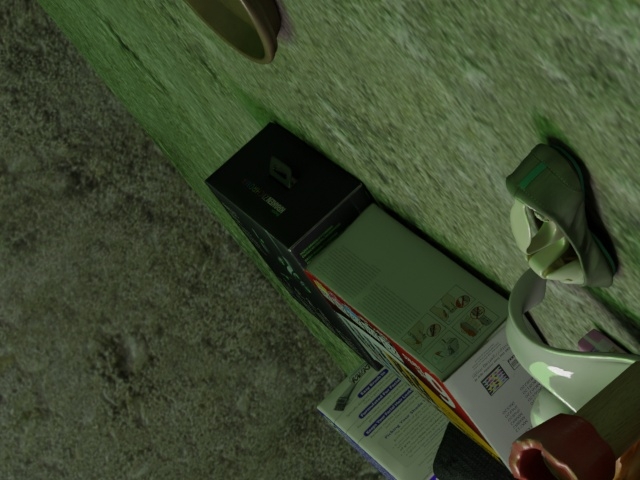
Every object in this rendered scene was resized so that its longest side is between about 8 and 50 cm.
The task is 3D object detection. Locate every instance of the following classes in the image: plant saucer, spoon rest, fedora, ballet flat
[{"bbox_3d":[-0.136,-0.308,1.775,0.278,0.041,0.278,46,172,8],"label":"plant saucer"},{"bbox_3d":[0.267,0.130,1.542,0.276,0.084,0.137,43,147,38],"label":"spoon rest"},{"bbox_3d":[0.248,0.304,2.221,0.334,0.152,0.334,43,173,7],"label":"fedora"},{"bbox_3d":[0.196,-0.005,1.380,0.072,0.068,0.213,42,171,34],"label":"ballet flat"}]

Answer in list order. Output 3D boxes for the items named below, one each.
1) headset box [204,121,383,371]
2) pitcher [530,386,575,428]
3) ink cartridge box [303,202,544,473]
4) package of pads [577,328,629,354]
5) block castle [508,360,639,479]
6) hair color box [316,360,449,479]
[{"bbox_3d":[0.000,0.000,2.201,0.246,0.131,0.283,38,167,52],"label":"headset box"},{"bbox_3d":[0.326,0.234,1.733,0.177,0.125,0.207,28,-173,-12],"label":"pitcher"},{"bbox_3d":[0.163,0.136,2.012,0.309,0.130,0.272,38,169,50],"label":"ink cartridge box"},{"bbox_3d":[0.296,0.128,1.626,0.083,0.032,0.050,41,172,41],"label":"package of pads"},{"bbox_3d":[0.350,0.341,1.363,0.453,0.213,0.303,38,148,30],"label":"block castle"},{"bbox_3d":[0.156,0.299,2.617,0.110,0.185,0.339,51,172,-33],"label":"hair color box"}]
